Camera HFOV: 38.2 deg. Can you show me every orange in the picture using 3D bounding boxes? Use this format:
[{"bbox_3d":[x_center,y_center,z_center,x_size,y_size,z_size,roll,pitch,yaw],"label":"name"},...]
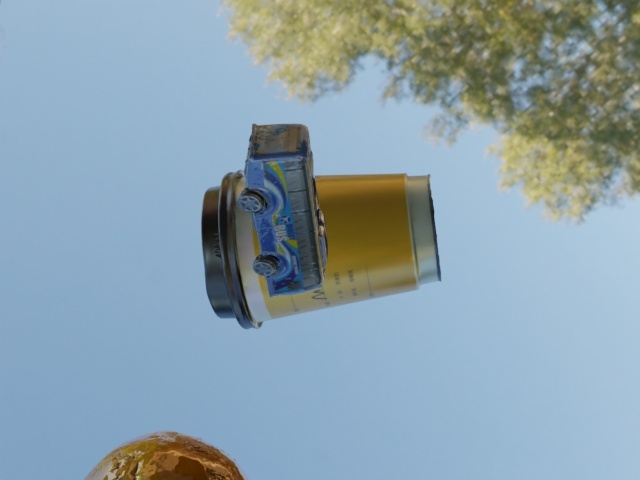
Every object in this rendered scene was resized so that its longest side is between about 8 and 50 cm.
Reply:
[{"bbox_3d":[-0.189,0.358,1.131,0.246,0.246,0.246,27,-140,-26],"label":"orange"}]

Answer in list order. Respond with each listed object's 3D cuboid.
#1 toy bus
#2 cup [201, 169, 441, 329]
[{"bbox_3d":[-0.028,-0.021,0.728,0.061,0.153,0.051,-3,-136,6],"label":"toy bus"},{"bbox_3d":[0.000,0.000,1.108,0.196,0.279,0.196,-7,-90,-83],"label":"cup"}]
